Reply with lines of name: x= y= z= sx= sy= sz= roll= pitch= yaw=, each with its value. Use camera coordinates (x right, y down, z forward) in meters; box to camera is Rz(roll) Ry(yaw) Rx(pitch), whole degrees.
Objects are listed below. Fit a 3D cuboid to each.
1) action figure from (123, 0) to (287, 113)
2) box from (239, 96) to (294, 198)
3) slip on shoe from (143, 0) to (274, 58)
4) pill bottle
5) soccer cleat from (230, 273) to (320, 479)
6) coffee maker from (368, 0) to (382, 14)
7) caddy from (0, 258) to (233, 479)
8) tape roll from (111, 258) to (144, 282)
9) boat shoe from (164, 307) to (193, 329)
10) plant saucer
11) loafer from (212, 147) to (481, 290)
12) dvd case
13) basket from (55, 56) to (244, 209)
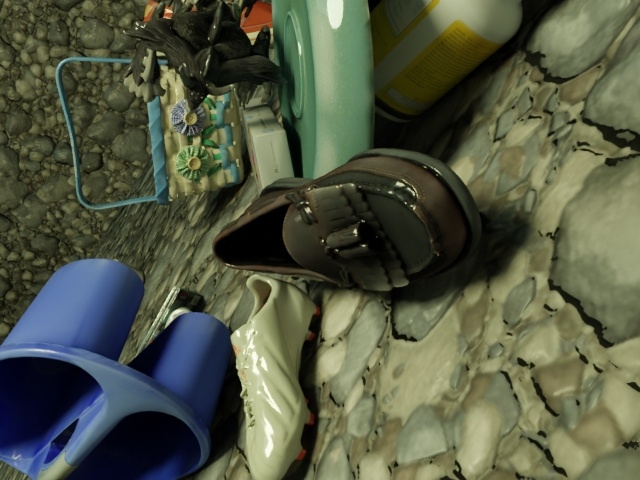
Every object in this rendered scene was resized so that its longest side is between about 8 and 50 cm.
action figure: x=-0.123 y=-0.206 z=0.698 sx=0.275 sy=0.164 sz=0.141 roll=-93 pitch=19 yaw=-46
box: x=-0.057 y=-0.079 z=0.754 sx=0.186 sy=0.038 sz=0.145 roll=-119 pitch=17 yaw=-63
slip on shoe: x=-0.134 y=-0.363 z=1.057 sx=0.123 sy=0.332 sz=0.101 roll=-83 pitch=-11 yaw=-78
pill bottle: x=0.108 y=-0.194 z=0.565 sx=0.184 sy=0.103 sz=0.103 roll=-37 pitch=31 yaw=43
soccer cleat: x=-0.048 y=0.114 z=0.558 sx=0.068 sy=0.076 sz=0.196 roll=-43 pitch=28 yaw=37
coffee maker: x=0.074 y=-0.281 z=0.658 sx=0.178 sy=0.171 sz=0.120 roll=-55 pitch=53 yaw=33
caddy: x=-0.249 y=0.180 z=0.701 sx=0.341 sy=0.241 sz=0.179 roll=-40 pitch=23 yaw=42
tape roll: x=-0.525 y=0.226 z=1.453 sx=0.392 sy=0.072 sz=0.392 roll=-47 pitch=25 yaw=31
boat shoe: x=-0.212 y=0.162 z=0.905 sx=0.142 sy=0.049 sz=0.040 roll=-64 pitch=-11 yaw=-5
plant saucer: x=-0.009 y=-0.173 z=0.628 sx=0.317 sy=0.044 sz=0.317 roll=173 pitch=90 yaw=-80
loafer: x=0.000 y=0.000 z=0.514 sx=0.095 sy=0.109 sz=0.303 roll=-32 pitch=15 yaw=-23
dvd case: x=-0.220 y=0.126 z=0.936 sx=0.119 sy=0.013 sz=0.087 roll=-61 pitch=-15 yaw=-4
basket: x=-0.281 y=-0.189 z=1.089 sx=0.201 sy=0.289 sz=0.254 roll=-103 pitch=8 yaw=-68
